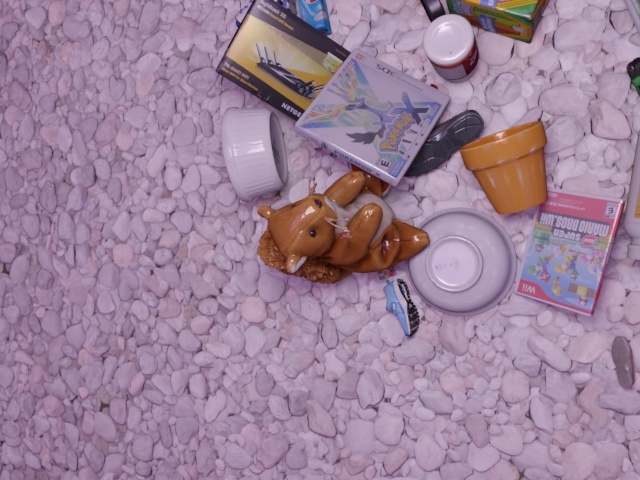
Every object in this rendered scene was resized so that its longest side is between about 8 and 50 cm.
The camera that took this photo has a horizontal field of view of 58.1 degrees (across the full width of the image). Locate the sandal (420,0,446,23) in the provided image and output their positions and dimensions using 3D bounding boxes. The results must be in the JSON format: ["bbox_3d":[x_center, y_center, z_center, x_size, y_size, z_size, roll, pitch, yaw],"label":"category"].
[{"bbox_3d":[0.263,-0.769,1.522,0.107,0.167,0.446,-24,88,16],"label":"sandal"}]

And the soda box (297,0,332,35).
[{"bbox_3d":[-0.026,-0.698,1.669,0.067,0.071,0.210,-13,86,20],"label":"soda box"}]

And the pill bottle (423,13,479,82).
[{"bbox_3d":[0.337,-0.476,1.459,0.121,0.221,0.121,0,90,20],"label":"pill bottle"}]

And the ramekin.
[{"bbox_3d":[-0.178,-0.252,1.636,0.127,0.273,0.273,-8,87,8],"label":"ramekin"}]

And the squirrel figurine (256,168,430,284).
[{"bbox_3d":[0.000,0.000,1.478,0.397,0.370,0.281,-41,70,40],"label":"squirrel figurine"}]

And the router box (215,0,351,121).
[{"bbox_3d":[-0.101,-0.497,1.609,0.308,0.081,0.243,27,102,-19],"label":"router box"}]

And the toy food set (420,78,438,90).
[{"bbox_3d":[0.290,-0.380,1.586,0.078,0.019,0.122,22,90,18],"label":"toy food set"}]

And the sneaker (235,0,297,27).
[{"bbox_3d":[-0.165,-0.696,1.691,0.182,0.127,0.316,-3,91,18],"label":"sneaker"}]

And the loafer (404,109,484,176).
[{"bbox_3d":[0.315,-0.263,1.557,0.267,0.084,0.096,-29,113,21],"label":"loafer"}]

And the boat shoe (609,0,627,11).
[{"bbox_3d":[0.760,-0.586,1.402,0.100,0.035,0.035,-6,88,19],"label":"boat shoe"}]

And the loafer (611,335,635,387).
[{"bbox_3d":[0.748,0.296,1.417,0.045,0.039,0.125,-11,83,53],"label":"loafer"}]

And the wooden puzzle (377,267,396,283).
[{"bbox_3d":[0.183,0.082,1.633,0.049,0.006,0.083,-22,83,19],"label":"wooden puzzle"}]

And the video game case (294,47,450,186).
[{"bbox_3d":[0.141,-0.330,1.496,0.300,0.036,0.329,30,64,8],"label":"video game case"}]

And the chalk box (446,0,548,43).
[{"bbox_3d":[0.426,-0.647,1.450,0.289,0.180,0.179,24,98,19],"label":"chalk box"}]

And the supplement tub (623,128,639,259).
[{"bbox_3d":[0.814,-0.101,1.284,0.228,0.228,0.316,9,94,20],"label":"supplement tub"}]

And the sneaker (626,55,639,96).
[{"bbox_3d":[0.898,-0.416,1.322,0.343,0.134,0.146,-23,103,18],"label":"sneaker"}]

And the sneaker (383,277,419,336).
[{"bbox_3d":[0.222,0.190,1.602,0.073,0.063,0.162,-25,77,36],"label":"sneaker"}]

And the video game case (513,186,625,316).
[{"bbox_3d":[0.608,0.021,1.422,0.204,0.025,0.285,19,98,46],"label":"video game case"}]

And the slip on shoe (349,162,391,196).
[{"bbox_3d":[0.125,-0.280,1.603,0.123,0.101,0.331,-9,89,18],"label":"slip on shoe"}]

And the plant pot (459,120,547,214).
[{"bbox_3d":[0.474,-0.174,1.436,0.205,0.205,0.188,-17,100,19],"label":"plant pot"}]

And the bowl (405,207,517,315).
[{"bbox_3d":[0.356,0.057,1.504,0.297,0.134,0.298,0,90,20],"label":"bowl"}]

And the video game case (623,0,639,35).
[{"bbox_3d":[0.823,-0.588,1.358,0.193,0.023,0.212,-19,78,7],"label":"video game case"}]
